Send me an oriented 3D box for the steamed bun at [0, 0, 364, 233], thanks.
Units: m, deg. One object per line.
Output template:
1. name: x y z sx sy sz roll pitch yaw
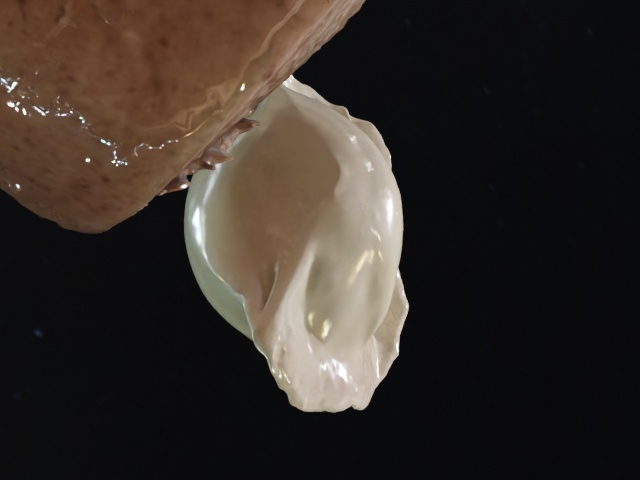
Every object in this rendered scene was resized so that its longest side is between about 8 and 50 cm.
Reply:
1. steamed bun: -0.058 -0.164 0.699 0.199 0.251 0.301 -35 -165 31

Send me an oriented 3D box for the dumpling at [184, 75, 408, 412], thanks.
1. dumpling: 0.000 0.000 1.116 0.124 0.151 0.229 -24 -129 33
